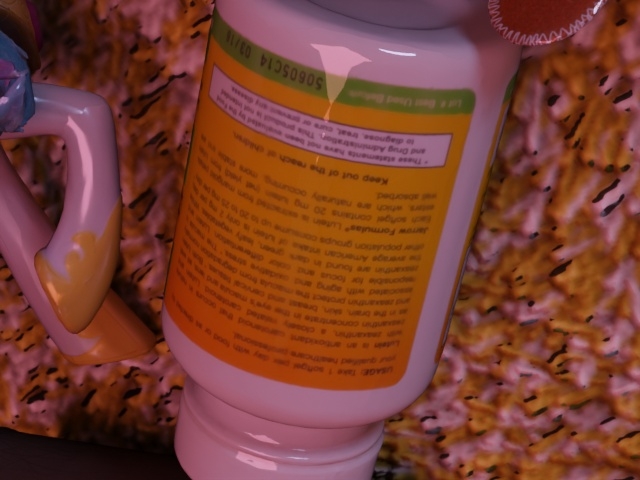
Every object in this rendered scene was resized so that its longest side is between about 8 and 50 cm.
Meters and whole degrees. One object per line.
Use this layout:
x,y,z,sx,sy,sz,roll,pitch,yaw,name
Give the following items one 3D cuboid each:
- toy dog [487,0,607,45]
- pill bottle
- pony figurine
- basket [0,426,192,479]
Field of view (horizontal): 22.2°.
0.057,-0.188,0.643,0.333,0.161,0.220,-9,107,25,toy dog
0.000,0.000,0.755,0.136,0.136,0.246,20,116,14,pill bottle
-0.260,-0.082,0.786,0.350,0.303,0.364,-11,105,-8,pony figurine
-0.063,0.193,0.856,0.226,0.154,0.204,-4,110,20,basket
